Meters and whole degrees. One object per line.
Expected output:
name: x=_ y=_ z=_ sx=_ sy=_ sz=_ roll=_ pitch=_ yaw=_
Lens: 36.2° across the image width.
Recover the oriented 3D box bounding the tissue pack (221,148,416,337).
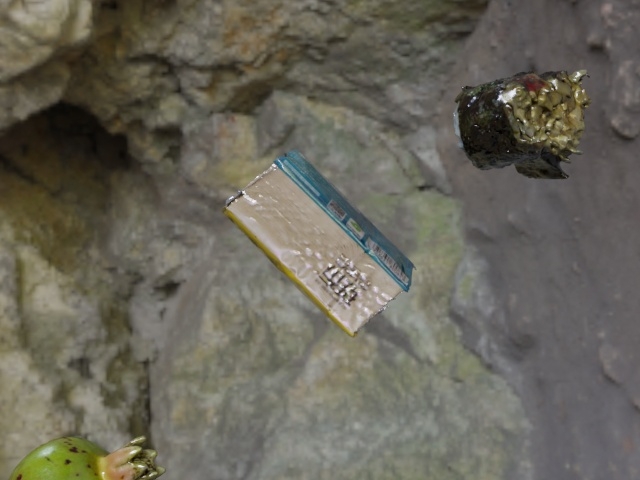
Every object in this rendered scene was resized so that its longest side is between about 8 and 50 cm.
tissue pack: x=0.000 y=0.000 z=1.449 sx=0.271 sy=0.134 sz=0.192 roll=46 pitch=-170 yaw=-1

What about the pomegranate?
pomegranate: x=-0.284 y=0.306 z=1.182 sx=0.159 sy=0.205 sz=0.159 roll=55 pitch=-166 yaw=-22

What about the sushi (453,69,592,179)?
sushi: x=0.275 y=-0.150 z=1.288 sx=0.115 sy=0.212 sz=0.147 roll=-3 pitch=93 yaw=42
